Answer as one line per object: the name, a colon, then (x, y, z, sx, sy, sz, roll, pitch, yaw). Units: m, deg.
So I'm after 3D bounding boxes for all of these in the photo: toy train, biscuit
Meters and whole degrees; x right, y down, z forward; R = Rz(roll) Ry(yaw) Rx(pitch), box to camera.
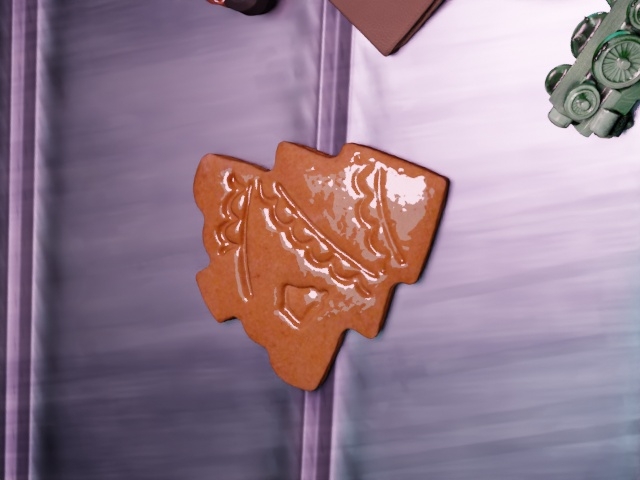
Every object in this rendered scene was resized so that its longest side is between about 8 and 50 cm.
toy train: (0.293, -0.177, 1.302, 0.105, 0.071, 0.178, 20, 114, -29)
biscuit: (0.000, 0.000, 1.450, 0.306, 0.043, 0.284, -28, 87, 20)

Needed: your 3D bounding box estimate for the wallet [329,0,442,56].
wallet: (0.054, -0.280, 1.398, 0.152, 0.039, 0.118, 50, 122, 10)

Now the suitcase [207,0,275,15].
suitcase: (-0.147, -0.381, 1.438, 0.286, 0.066, 0.206, 26, 104, 17)
